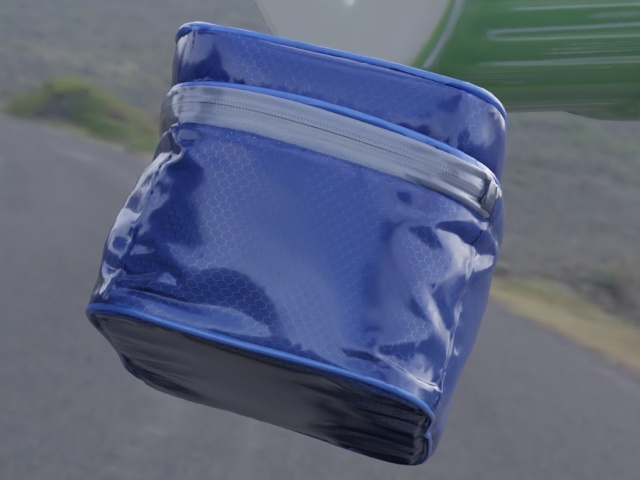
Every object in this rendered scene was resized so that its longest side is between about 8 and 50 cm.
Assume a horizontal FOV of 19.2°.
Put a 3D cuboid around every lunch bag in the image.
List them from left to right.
[{"bbox_3d":[0.000,0.000,0.361,0.067,0.065,0.098,17,-13,4],"label":"lunch bag"}]

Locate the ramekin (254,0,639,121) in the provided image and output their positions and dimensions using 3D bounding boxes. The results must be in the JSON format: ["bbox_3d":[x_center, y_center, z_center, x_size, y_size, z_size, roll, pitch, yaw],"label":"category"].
[{"bbox_3d":[0.067,-0.194,0.807,0.148,0.303,0.303,-8,12,-24],"label":"ramekin"}]
